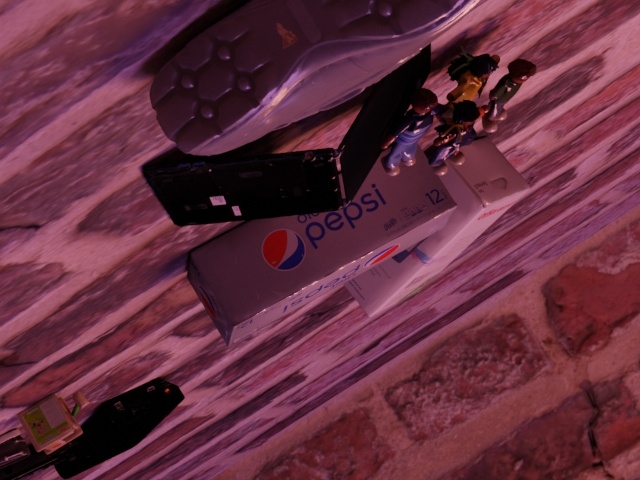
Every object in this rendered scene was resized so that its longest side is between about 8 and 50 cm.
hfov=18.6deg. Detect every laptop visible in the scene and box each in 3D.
[{"bbox_3d":[-0.023,-0.110,1.795,0.264,0.136,0.234,-6,169,2],"label":"laptop"}]

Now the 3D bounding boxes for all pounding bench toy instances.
[{"bbox_3d":[-0.313,0.215,2.359,0.083,0.052,0.065,-31,169,-1],"label":"pounding bench toy"}]

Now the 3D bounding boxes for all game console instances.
[{"bbox_3d":[-0.357,0.293,2.619,0.361,0.044,0.213,-23,166,-35],"label":"game console"}]

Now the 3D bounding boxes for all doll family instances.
[{"bbox_3d":[0.132,-0.129,1.889,0.193,0.076,0.111,-47,172,-32],"label":"doll family"}]

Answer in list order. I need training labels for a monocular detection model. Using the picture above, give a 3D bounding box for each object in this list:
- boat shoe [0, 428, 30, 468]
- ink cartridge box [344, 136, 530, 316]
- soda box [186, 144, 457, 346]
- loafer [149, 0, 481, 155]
[{"bbox_3d":[-0.417,0.278,2.399,0.125,0.038,0.046,-29,169,-13],"label":"boat shoe"},{"bbox_3d":[0.131,-0.019,2.346,0.212,0.093,0.154,-42,170,27],"label":"ink cartridge box"},{"bbox_3d":[0.000,0.000,2.125,0.286,0.098,0.091,-29,168,-15],"label":"soda box"},{"bbox_3d":[0.018,-0.166,1.424,0.319,0.112,0.111,-27,177,23],"label":"loafer"}]
